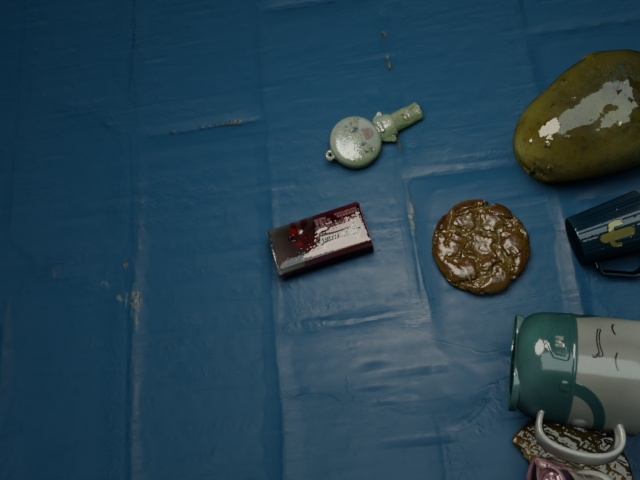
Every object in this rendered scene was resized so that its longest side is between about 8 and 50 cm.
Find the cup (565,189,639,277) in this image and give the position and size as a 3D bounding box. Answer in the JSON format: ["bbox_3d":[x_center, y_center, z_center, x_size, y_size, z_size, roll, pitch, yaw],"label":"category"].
[{"bbox_3d":[0.616,-0.001,1.512,0.155,0.131,0.177,-17,93,8],"label":"cup"}]

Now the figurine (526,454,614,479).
[{"bbox_3d":[0.404,0.559,1.232,0.211,0.253,0.361,19,82,27],"label":"figurine"}]

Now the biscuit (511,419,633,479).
[{"bbox_3d":[0.503,0.437,1.408,0.176,0.031,0.228,-38,70,-5],"label":"biscuit"}]

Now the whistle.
[{"bbox_3d":[0.125,-0.254,1.709,0.258,0.067,0.126,-29,81,-6],"label":"whistle"}]

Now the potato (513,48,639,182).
[{"bbox_3d":[0.589,-0.269,1.555,0.359,0.219,0.270,-18,75,5],"label":"potato"}]

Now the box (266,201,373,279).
[{"bbox_3d":[0.000,0.000,1.633,0.224,0.069,0.120,-16,68,2],"label":"box"}]

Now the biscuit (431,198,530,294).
[{"bbox_3d":[0.354,0.011,1.584,0.225,0.042,0.226,-3,68,9],"label":"biscuit"}]

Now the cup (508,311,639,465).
[{"bbox_3d":[0.493,0.276,1.359,0.257,0.219,0.290,6,57,12],"label":"cup"}]
